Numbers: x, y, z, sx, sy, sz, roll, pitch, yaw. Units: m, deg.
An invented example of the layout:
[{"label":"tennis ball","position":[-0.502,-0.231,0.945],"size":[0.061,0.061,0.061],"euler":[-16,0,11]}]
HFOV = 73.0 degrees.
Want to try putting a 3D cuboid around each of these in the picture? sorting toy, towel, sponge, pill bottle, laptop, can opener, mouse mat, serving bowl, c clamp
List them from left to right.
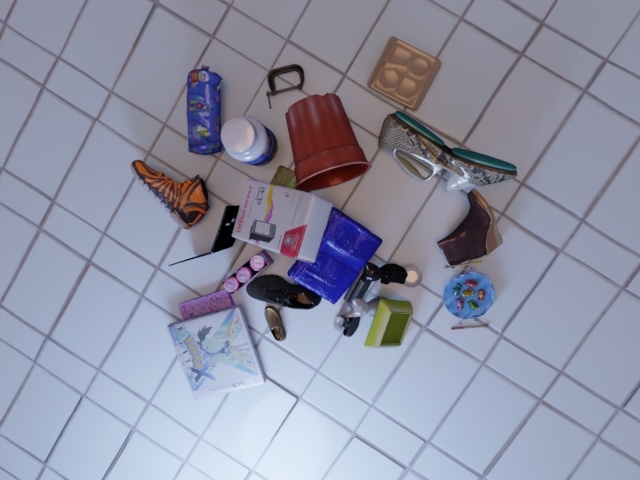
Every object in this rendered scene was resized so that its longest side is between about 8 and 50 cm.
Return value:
[{"label":"sponge","position":[-0.438,0.271,1.687],"size":[0.210,0.031,0.117],"euler":[-19,93,7]},{"label":"laptop","position":[-0.397,-0.023,1.557],"size":[0.136,0.234,0.264],"euler":[20,97,3]},{"label":"pill bottle","position":[-0.247,-0.344,1.497],"size":[0.152,0.272,0.152],"euler":[0,95,6]},{"label":"c clamp","position":[-0.130,-0.574,1.596],"size":[0.160,0.022,0.137],"euler":[-17,88,8]},{"label":"mouse mat","position":[-0.130,-0.170,1.634],"size":[0.152,0.007,0.190],"euler":[28,98,3]},{"label":"towel","position":[0.050,0.063,1.539],"size":[0.227,0.076,0.308],"euler":[32,104,-12]},{"label":"can opener","position":[0.131,0.223,1.618],"size":[0.093,0.074,0.280],"euler":[19,99,-31]},{"label":"sorting toy","position":[0.298,-0.594,1.545],"size":[0.208,0.038,0.193],"euler":[28,97,-2]},{"label":"serving bowl","position":[0.335,0.132,1.601],"size":[0.083,0.027,0.083],"euler":[0,95,5]}]

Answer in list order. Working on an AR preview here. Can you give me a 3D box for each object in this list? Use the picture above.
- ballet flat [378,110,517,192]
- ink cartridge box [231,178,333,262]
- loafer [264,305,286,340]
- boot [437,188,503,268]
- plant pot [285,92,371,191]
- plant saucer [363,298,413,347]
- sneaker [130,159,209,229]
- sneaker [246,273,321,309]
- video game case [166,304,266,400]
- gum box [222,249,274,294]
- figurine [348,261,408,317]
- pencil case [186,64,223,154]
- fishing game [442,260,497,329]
[{"label":"ballet flat","position":[0.422,-0.279,1.513],"size":[0.482,0.164,0.182],"euler":[28,118,8]},{"label":"ink cartridge box","position":[-0.138,-0.073,1.505],"size":[0.306,0.131,0.226],"euler":[16,91,31]},{"label":"loafer","position":[-0.173,0.320,1.655],"size":[0.056,0.050,0.148],"euler":[-26,92,7]},{"label":"boot","position":[0.508,-0.036,1.523],"size":[0.207,0.090,0.248],"euler":[-26,107,10]},{"label":"plant pot","position":[0.008,-0.339,1.493],"size":[0.272,0.272,0.265],"euler":[-17,84,7]},{"label":"plant saucer","position":[0.257,0.308,1.552],"size":[0.045,0.188,0.188],"euler":[26,100,46]},{"label":"sneaker","position":[-0.544,-0.212,1.626],"size":[0.180,0.124,0.321],"euler":[-42,100,3]},{"label":"sneaker","position":[-0.141,0.196,1.603],"size":[0.286,0.130,0.109],"euler":[6,97,6]},{"label":"video game case","position":[-0.401,0.440,1.677],"size":[0.300,0.036,0.329],"euler":[-16,99,7]},{"label":"gum box","position":[-0.273,0.119,1.620],"size":[0.188,0.107,0.062],"euler":[-39,90,8]},{"label":"figurine","position":[0.192,0.180,1.527],"size":[0.092,0.209,0.215],"euler":[24,99,42]},{"label":"pencil case","position":[-0.418,-0.468,1.580],"size":[0.133,0.119,0.306],"euler":[2,96,11]},{"label":"fishing game","position":[0.542,0.205,1.566],"size":[0.189,0.041,0.264],"euler":[-5,104,5]}]
